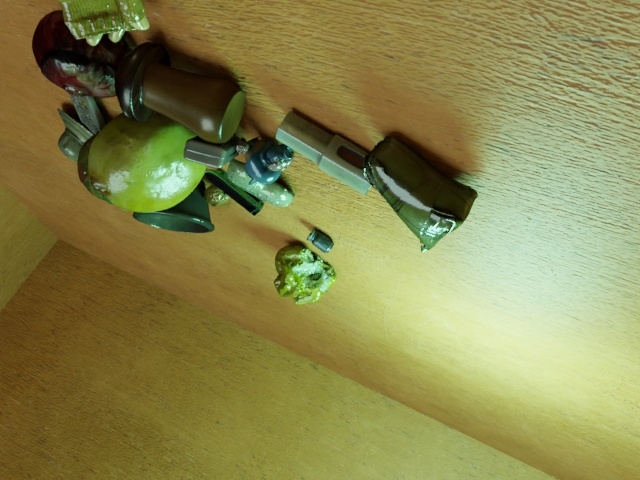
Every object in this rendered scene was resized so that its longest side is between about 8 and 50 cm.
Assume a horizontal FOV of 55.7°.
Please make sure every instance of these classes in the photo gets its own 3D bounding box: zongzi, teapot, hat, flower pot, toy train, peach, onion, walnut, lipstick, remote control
[{"bbox_3d":[0.194,-0.092,1.388,0.260,0.123,0.289,36,161,1],"label":"zongzi"},{"bbox_3d":[0.002,-0.002,1.908,0.083,0.064,0.049,36,126,-5],"label":"teapot"},{"bbox_3d":[-0.851,-0.334,2.118,0.252,0.110,0.252,37,168,9],"label":"hat"},{"bbox_3d":[-0.477,-0.129,2.023,0.268,0.166,0.269,6,167,1],"label":"flower pot"},{"bbox_3d":[-0.271,-0.163,1.907,0.209,0.042,0.044,39,133,-16],"label":"toy train"},{"bbox_3d":[-0.488,-0.232,1.706,0.281,0.316,0.314,39,170,24],"label":"peach"},{"bbox_3d":[-0.593,-0.455,1.518,0.246,0.190,0.246,13,166,3],"label":"onion"},{"bbox_3d":[-0.334,-0.150,1.969,0.078,0.083,0.096,11,167,-32],"label":"walnut"},{"bbox_3d":[0.020,-0.206,1.414,0.252,0.079,0.077,31,159,3],"label":"lipstick"},{"bbox_3d":[-0.738,-0.428,1.932,0.109,0.055,0.313,36,156,15],"label":"remote control"}]

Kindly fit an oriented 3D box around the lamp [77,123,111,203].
[{"bbox_3d":[-0.649,-0.238,1.979,0.250,0.250,0.284,24,171,16],"label":"lamp"}]

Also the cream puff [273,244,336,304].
[{"bbox_3d":[-0.076,0.127,2.098,0.221,0.195,0.194,40,156,-14],"label":"cream puff"}]

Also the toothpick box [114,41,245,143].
[{"bbox_3d":[-0.340,-0.345,1.443,0.294,0.192,0.192,23,157,5],"label":"toothpick box"}]

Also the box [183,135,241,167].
[{"bbox_3d":[-0.273,-0.237,1.554,0.103,0.055,0.244,15,-164,-1],"label":"box"}]

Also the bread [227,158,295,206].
[{"bbox_3d":[-0.186,-0.162,1.726,0.232,0.064,0.172,30,175,-34],"label":"bread"}]

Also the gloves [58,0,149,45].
[{"bbox_3d":[-0.427,-0.539,1.179,0.203,0.155,0.356,20,141,7],"label":"gloves"}]

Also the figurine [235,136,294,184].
[{"bbox_3d":[-0.138,-0.224,1.554,0.144,0.114,0.178,47,142,-19],"label":"figurine"}]
